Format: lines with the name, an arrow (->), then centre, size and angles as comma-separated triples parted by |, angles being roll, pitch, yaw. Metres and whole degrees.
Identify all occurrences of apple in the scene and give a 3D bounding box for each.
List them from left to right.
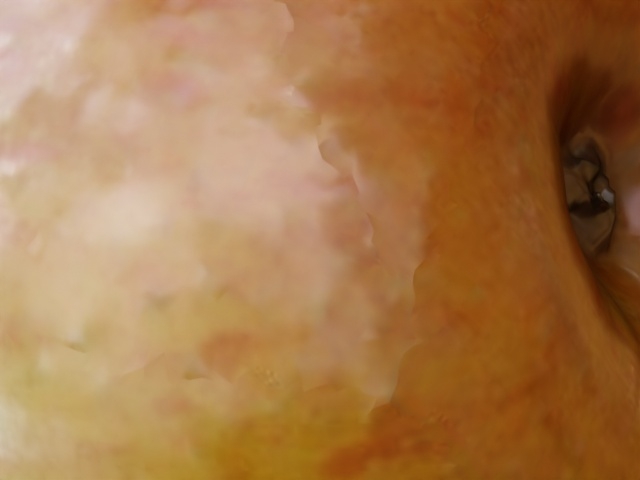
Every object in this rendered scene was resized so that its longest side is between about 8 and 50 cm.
apple -> 0.000, 0.000, 0.492 | 0.275, 0.299, 0.299 | 2, 46, 50
